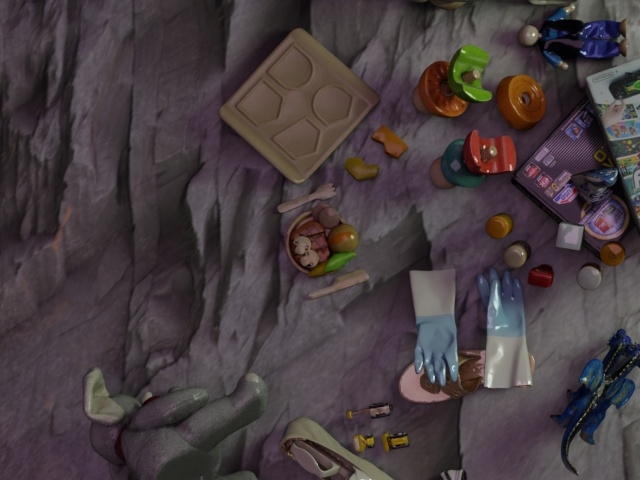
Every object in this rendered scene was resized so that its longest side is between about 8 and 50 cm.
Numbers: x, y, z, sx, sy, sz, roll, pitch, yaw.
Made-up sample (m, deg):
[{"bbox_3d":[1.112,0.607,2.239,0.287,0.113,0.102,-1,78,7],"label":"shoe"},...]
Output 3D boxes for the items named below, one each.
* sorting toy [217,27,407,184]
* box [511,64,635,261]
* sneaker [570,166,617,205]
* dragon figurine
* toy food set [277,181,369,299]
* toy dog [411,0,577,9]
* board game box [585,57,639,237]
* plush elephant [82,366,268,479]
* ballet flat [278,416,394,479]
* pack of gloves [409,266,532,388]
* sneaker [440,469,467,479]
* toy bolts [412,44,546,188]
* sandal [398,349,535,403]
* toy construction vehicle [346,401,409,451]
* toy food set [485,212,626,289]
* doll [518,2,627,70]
[{"bbox_3d":[-0.005,-0.212,2.050,0.307,0.041,0.229,43,85,11],"label":"sorting toy"},{"bbox_3d":[0.499,-0.134,1.955,0.216,0.060,0.270,43,90,12],"label":"box"},{"bbox_3d":[0.459,-0.088,1.861,0.052,0.135,0.058,-16,93,-4],"label":"sneaker"},{"bbox_3d":[0.452,0.250,1.837,0.085,0.289,0.144,35,126,13],"label":"dragon figurine"},{"bbox_3d":[0.000,0.000,2.015,0.132,0.038,0.192,-22,80,4],"label":"toy food set"},{"bbox_3d":[0.292,-0.495,1.945,0.334,0.220,0.161,-1,93,8],"label":"toy dog"},{"bbox_3d":[0.590,-0.157,1.849,0.224,0.097,0.303,-19,75,9],"label":"board game box"},{"bbox_3d":[-0.279,0.337,1.920,0.330,0.272,0.255,-20,37,-27],"label":"plush elephant"},{"bbox_3d":[0.033,0.399,1.930,0.248,0.086,0.086,34,88,13],"label":"ballet flat"},{"bbox_3d":[0.253,0.137,1.915,0.195,0.046,0.232,-2,57,3],"label":"pack of gloves"},{"bbox_3d":[0.223,0.444,1.927,0.044,0.040,0.109,2,78,25],"label":"sneaker"},{"bbox_3d":[0.268,-0.195,1.985,0.218,0.158,0.228,13,69,-31],"label":"toy bolts"},{"bbox_3d":[0.247,0.224,1.929,0.240,0.079,0.088,-10,81,6],"label":"sandal"},{"bbox_3d":[0.100,0.325,1.962,0.098,0.035,0.086,-13,91,8],"label":"toy construction vehicle"},{"bbox_3d":[0.399,0.019,1.917,0.232,0.104,0.111,9,101,17],"label":"toy food set"},{"bbox_3d":[0.446,-0.363,2.003,0.189,0.046,0.129,2,76,11],"label":"doll"}]
